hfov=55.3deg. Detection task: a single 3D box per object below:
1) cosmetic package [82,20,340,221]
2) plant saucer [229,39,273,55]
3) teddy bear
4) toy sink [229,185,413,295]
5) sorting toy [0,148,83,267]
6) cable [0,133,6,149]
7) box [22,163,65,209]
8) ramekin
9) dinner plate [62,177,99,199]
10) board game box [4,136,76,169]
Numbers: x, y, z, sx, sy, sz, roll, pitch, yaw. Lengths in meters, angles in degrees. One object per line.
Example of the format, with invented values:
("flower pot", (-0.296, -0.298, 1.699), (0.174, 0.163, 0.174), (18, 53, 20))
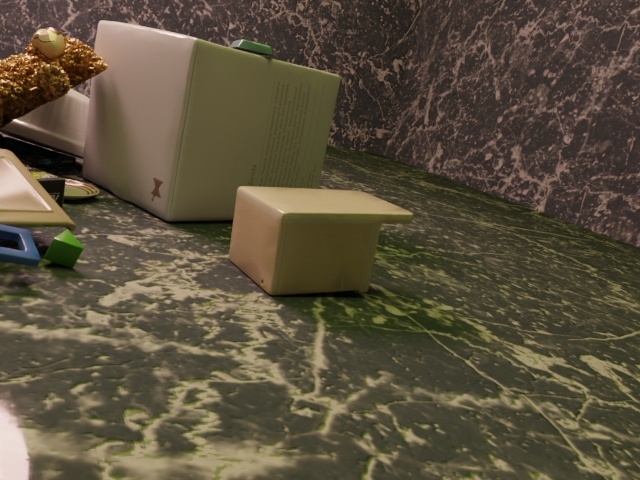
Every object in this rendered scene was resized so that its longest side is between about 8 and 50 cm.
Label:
("cosmetic package", (-0.225, -0.239, 1.281), (0.329, 0.327, 0.393), (24, 18, 37))
("plant saucer", (-0.137, -0.379, 1.201), (0.067, 0.018, 0.192), (10, 13, -16))
("teddy bear", (-0.545, -0.275, 1.075), (0.338, 0.113, 0.245), (-37, 29, -20))
("toy sink", (0.000, 0.000, 0.941), (0.234, 0.131, 0.153), (-1, 19, -33))
("sorting toy", (-0.439, -0.064, 0.776), (0.347, 0.047, 0.196), (42, 17, 25))
("cable", (-0.715, -0.183, 1.186), (0.150, 0.047, 0.184), (29, 29, 19))
("box", (-0.558, -0.085, 0.899), (0.216, 0.060, 0.270), (18, 14, 18))
("ramekin", (-0.610, -0.274, 1.303), (0.272, 0.127, 0.273), (17, -1, 0))
("dinner plate", (-0.475, -0.093, 1.105), (0.141, 0.017, 0.141), (13, 13, -3))
("board game box", (-0.645, -0.189, 1.314), (0.186, 0.026, 0.126), (16, 13, 13))
